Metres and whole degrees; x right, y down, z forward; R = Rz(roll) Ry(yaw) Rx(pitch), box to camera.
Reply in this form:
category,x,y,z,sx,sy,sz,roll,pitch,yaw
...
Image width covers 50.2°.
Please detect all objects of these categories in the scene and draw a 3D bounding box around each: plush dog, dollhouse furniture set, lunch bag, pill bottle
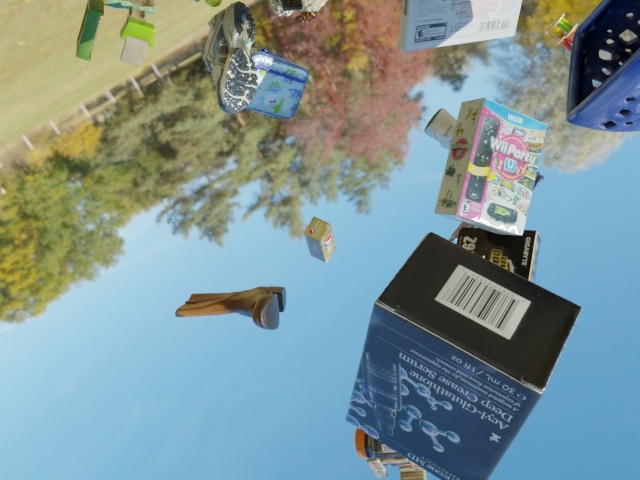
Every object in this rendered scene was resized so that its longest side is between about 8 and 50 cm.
category,x,y,z,sx,sy,sz,roll,pitch,yaw
plush dog,-0.071,-0.807,2.135,0.211,0.225,0.262,-24,143,-58
dollhouse furniture set,-0.601,-0.651,2.017,0.151,0.198,0.301,-60,-148,35
lunch bag,-0.153,-0.463,2.010,0.090,0.219,0.176,43,-65,46
pill bottle,0.215,0.511,1.752,0.246,0.130,0.130,-9,-155,22

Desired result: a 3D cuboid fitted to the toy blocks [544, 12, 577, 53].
category,x,y,z,sx,sy,sz,roll,pitch,yaw
toy blocks,0.767,-0.617,2.080,0.054,0.148,0.123,-52,180,0

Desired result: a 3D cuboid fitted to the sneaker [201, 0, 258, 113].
category,x,y,z,sx,sy,sz,roll,pitch,yaw
sneaker,-0.227,-0.433,1.662,0.122,0.110,0.282,-9,-110,32

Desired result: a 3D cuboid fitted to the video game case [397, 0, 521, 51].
category,x,y,z,sx,sy,sz,roll,pitch,yaw
video game case,0.325,-0.580,1.489,0.329,0.299,0.036,-15,-141,-26

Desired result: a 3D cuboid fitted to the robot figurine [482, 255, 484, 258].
category,x,y,z,sx,sy,sz,roll,pitch,yaw
robot figurine,0.386,0.207,1.980,0.353,0.300,0.200,-48,156,24

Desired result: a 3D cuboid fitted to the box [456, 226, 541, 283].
category,x,y,z,sx,sy,sz,roll,pitch,yaw
box,0.549,0.118,2.187,0.257,0.079,0.321,3,-114,31

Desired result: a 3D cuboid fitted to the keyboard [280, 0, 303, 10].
category,x,y,z,sx,sy,sz,roll,pitch,yaw
keyboard,-0.118,-0.701,1.826,0.100,0.191,0.038,-17,177,-42

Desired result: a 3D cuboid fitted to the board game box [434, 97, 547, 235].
category,x,y,z,sx,sy,sz,roll,pitch,yaw
board game box,0.442,-0.185,1.764,0.098,0.224,0.303,7,-97,63

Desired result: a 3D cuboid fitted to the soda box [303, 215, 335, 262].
category,x,y,z,sx,sy,sz,roll,pitch,yaw
soda box,0.000,0.000,1.964,0.061,0.058,0.181,-59,165,-16

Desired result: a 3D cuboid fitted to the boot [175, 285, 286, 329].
category,x,y,z,sx,sy,sz,roll,pitch,yaw
boot,-0.246,0.173,1.804,0.281,0.096,0.264,-2,-164,5

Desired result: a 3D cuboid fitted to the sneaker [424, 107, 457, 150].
category,x,y,z,sx,sy,sz,roll,pitch,yaw
sneaker,0.414,-0.294,2.014,0.297,0.129,0.111,2,127,-56

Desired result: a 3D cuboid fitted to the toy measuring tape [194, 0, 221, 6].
category,x,y,z,sx,sy,sz,roll,pitch,yaw
toy measuring tape,-0.303,-0.714,1.642,0.122,0.329,0.121,-25,177,-2

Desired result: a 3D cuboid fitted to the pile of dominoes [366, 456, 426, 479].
category,x,y,z,sx,sy,sz,roll,pitch,yaw
pile of dominoes,0.211,0.518,1.511,0.196,0.251,0.040,-5,-117,8

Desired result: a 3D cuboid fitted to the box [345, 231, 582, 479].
category,x,y,z,sx,sy,sz,roll,pitch,yaw
box,0.241,0.235,1.249,0.294,0.395,0.212,28,-130,18

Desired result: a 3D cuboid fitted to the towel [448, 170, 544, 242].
category,x,y,z,sx,sy,sz,roll,pitch,yaw
towel,0.614,-0.111,2.385,0.336,0.040,0.243,-36,-178,40

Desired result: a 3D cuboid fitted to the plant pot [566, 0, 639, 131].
category,x,y,z,sx,sy,sz,roll,pitch,yaw
plant pot,0.606,-0.329,1.236,0.236,0.212,0.235,126,-20,-63
